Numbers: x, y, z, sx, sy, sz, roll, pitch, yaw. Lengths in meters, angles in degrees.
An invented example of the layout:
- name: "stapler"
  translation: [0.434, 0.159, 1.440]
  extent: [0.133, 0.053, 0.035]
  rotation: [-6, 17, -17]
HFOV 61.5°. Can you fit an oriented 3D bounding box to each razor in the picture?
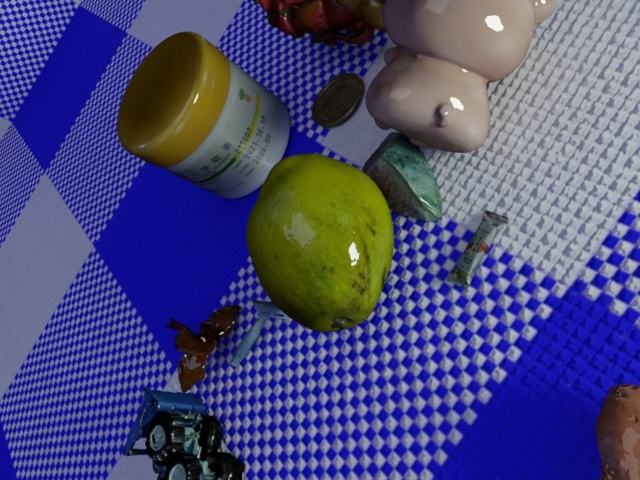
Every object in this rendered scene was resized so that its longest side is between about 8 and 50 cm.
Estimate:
- name: "razor"
  translation: [-0.115, 0.157, 0.895]
  extent: [0.135, 0.068, 0.040]
  rotation: [-56, 45, 21]

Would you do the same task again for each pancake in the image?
- name: "pancake"
  translation: [0.030, -0.254, 0.971]
  extent: [0.115, 0.011, 0.114]
  rotation: [-16, 61, 32]

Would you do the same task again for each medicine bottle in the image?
- name: "medicine bottle"
  translation: [-0.213, -0.223, 1.006]
  extent: [0.238, 0.232, 0.237]
  rotation: [-17, 61, 34]

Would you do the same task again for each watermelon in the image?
- name: "watermelon"
  translation: [0.117, -0.095, 0.812]
  extent: [0.180, 0.081, 0.094]
  rotation: [53, 133, 45]

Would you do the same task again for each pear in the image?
- name: "pear"
  translation: [0.000, 0.000, 0.760]
  extent: [0.212, 0.212, 0.269]
  rotation: [-31, 60, 26]

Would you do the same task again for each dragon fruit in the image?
- name: "dragon fruit"
  translation: [0.015, -0.438, 0.931]
  extent: [0.243, 0.227, 0.307]
  rotation: [-33, 67, 27]

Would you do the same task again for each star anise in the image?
- name: "star anise"
  translation: [-0.234, 0.160, 0.943]
  extent: [0.144, 0.158, 0.140]
  rotation: [33, 131, 16]

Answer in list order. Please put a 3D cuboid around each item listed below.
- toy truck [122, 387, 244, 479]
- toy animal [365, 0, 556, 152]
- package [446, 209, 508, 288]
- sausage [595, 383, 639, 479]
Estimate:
- name: "toy truck"
  translation: [-0.227, 0.340, 0.863]
  extent: [0.126, 0.113, 0.208]
  rotation: [-52, 48, 12]
- name: "toy animal"
  translation: [0.164, -0.242, 0.728]
  extent: [0.229, 0.210, 0.221]
  rotation: [137, 149, -63]
- name: "package"
  translation: [0.207, 0.012, 0.713]
  extent: [0.037, 0.015, 0.110]
  rotation: [29, 90, 48]
- name: "sausage"
  translation: [0.316, 0.291, 0.467]
  extent: [0.087, 0.079, 0.326]
  rotation: [-36, 51, 36]
